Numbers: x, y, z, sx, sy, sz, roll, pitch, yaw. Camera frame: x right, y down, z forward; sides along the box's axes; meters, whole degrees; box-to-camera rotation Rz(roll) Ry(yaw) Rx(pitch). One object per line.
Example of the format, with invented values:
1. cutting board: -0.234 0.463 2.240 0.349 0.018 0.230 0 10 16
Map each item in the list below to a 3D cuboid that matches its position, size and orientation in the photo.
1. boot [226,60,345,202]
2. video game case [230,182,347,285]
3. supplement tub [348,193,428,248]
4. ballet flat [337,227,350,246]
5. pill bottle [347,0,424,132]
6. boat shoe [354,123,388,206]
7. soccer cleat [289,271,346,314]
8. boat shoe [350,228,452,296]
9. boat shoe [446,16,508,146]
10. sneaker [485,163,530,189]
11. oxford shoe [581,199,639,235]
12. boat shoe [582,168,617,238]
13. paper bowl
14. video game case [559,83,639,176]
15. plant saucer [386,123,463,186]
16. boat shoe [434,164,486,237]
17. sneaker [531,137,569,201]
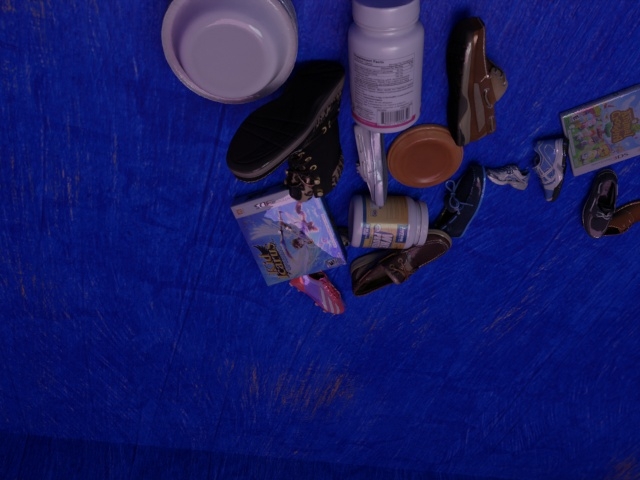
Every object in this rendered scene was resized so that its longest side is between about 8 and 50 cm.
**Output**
1. boot: -0.056 -0.195 1.379 0.138 0.377 0.284 20 146 20
2. video game case: -0.083 -0.024 1.678 0.244 0.061 0.270 -16 116 14
3. supplement tub: 0.181 -0.051 1.651 0.199 0.144 0.144 2 135 -4
4. ballet flat: 0.000 0.000 1.754 0.188 0.070 0.070 -7 135 5
5. pill bottle: 0.140 -0.389 1.299 0.160 0.160 0.283 -4 135 2
6. boat shoe: 0.127 -0.195 1.545 0.075 0.083 0.226 2 114 17
7. soccer cleat: 0.008 0.151 1.898 0.095 0.083 0.248 -38 123 25
8. boat shoe: 0.229 0.078 1.772 0.341 0.123 0.123 -23 130 30
9. boat shoe: 0.356 -0.358 1.380 0.119 0.123 0.324 -11 143 2
10. sneaker: 0.496 -0.179 1.610 0.135 0.052 0.058 8 125 -21
11. oxford shoe: 0.862 -0.053 1.725 0.212 0.076 0.076 -20 131 15
12. boat shoe: 0.762 -0.089 1.653 0.075 0.065 0.206 6 119 13
13. paper bowl: -0.188 -0.414 1.273 0.284 0.148 0.284 -2 136 -2
14. video game case: 0.719 -0.272 1.535 0.193 0.023 0.212 -19 133 16
15. plant saucer: 0.271 -0.209 1.572 0.199 0.037 0.200 -1 136 -1
16. boat shoe: 0.373 -0.095 1.644 0.088 0.109 0.258 7 133 -4
17. sneaker: 0.599 -0.187 1.592 0.081 0.080 0.211 10 141 23
